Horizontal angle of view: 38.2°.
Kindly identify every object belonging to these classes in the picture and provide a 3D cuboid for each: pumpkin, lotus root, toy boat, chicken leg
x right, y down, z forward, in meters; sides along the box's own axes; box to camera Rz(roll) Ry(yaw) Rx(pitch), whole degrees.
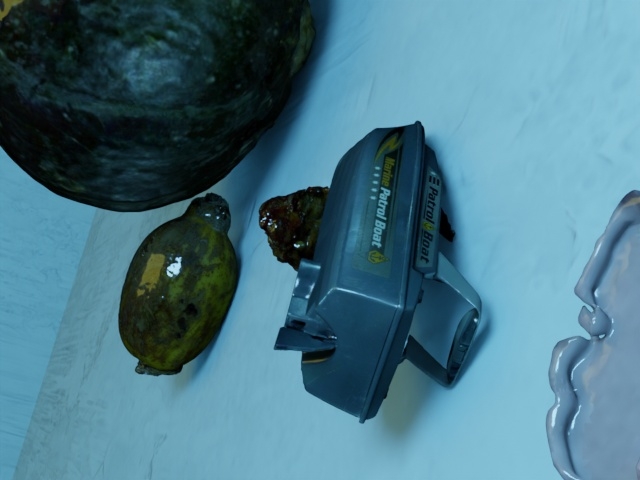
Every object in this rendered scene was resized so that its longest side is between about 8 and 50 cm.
[{"bbox_3d":[-0.175,-0.246,0.960,0.454,0.343,0.455,-162,90,-78],"label":"pumpkin"},{"bbox_3d":[-0.150,0.047,0.973,0.210,0.120,0.120,-69,20,7],"label":"lotus root"},{"bbox_3d":[0.044,-0.001,0.563,0.246,0.103,0.093,-75,0,-53],"label":"toy boat"},{"bbox_3d":[-0.002,-0.005,0.619,0.037,0.145,0.062,-21,83,19],"label":"chicken leg"}]

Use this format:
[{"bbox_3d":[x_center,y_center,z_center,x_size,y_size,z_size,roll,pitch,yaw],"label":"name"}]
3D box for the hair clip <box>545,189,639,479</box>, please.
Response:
[{"bbox_3d":[0.149,-0.034,0.308,0.173,0.069,0.301,-7,78,64],"label":"hair clip"}]
